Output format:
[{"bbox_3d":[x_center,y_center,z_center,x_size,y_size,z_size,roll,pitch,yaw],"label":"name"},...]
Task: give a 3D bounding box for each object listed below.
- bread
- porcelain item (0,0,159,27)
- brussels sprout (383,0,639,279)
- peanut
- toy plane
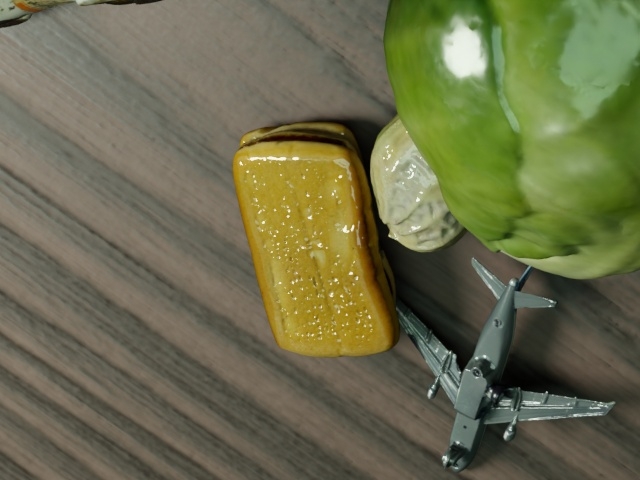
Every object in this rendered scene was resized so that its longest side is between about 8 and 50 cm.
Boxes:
[{"bbox_3d":[0.000,0.000,1.598,0.116,0.077,0.200,-5,115,17],"label":"bread"},{"bbox_3d":[-0.221,-0.262,1.516,0.288,0.138,0.186,-7,96,23],"label":"porcelain item"},{"bbox_3d":[0.181,-0.130,1.221,0.281,0.289,0.354,14,141,-3],"label":"brussels sprout"},{"bbox_3d":[0.099,-0.088,1.521,0.099,0.090,0.214,20,117,-2],"label":"peanut"},{"bbox_3d":[0.138,0.114,1.626,0.226,0.058,0.226,28,120,19],"label":"toy plane"}]
